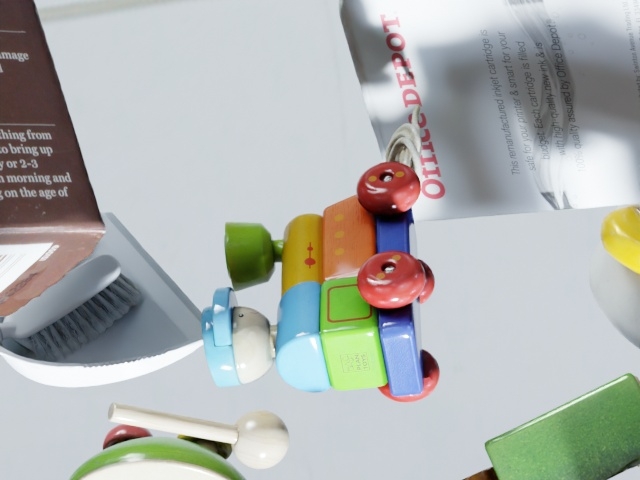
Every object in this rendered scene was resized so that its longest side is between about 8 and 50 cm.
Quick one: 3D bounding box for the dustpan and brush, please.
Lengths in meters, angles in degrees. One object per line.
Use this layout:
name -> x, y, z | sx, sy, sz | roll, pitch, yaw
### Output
dustpan and brush -> -0.193, 0.057, 1.273 | 0.211, 0.060, 0.147 | -33, 57, -19

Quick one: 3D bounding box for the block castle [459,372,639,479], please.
block castle -> 0.202, 0.226, 1.180 | 0.453, 0.213, 0.303 | -26, 80, 6

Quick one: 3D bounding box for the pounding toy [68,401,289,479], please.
pounding toy -> -0.137, 0.199, 1.792 | 0.183, 0.110, 0.237 | 14, 136, -13

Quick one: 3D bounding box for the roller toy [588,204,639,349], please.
roller toy -> 0.342, 0.013, 1.693 | 0.209, 0.191, 0.146 | 24, 121, 2

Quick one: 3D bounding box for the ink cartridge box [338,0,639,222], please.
ink cartridge box -> 0.191, -0.144, 1.412 | 0.307, 0.129, 0.223 | -5, 131, 16

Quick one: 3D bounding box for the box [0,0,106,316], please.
box -> -0.290, -0.142, 1.188 | 0.143, 0.191, 0.381 | -36, 65, 44

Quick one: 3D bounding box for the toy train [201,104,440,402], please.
toy train -> 0.000, 0.000, 1.287 | 0.143, 0.248, 0.105 | -6, 131, 6
